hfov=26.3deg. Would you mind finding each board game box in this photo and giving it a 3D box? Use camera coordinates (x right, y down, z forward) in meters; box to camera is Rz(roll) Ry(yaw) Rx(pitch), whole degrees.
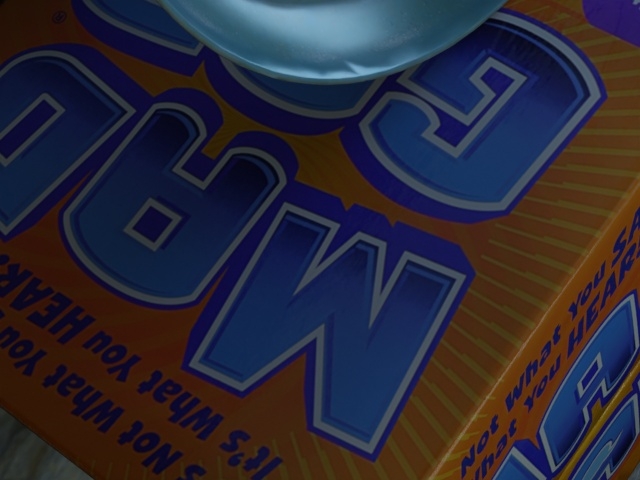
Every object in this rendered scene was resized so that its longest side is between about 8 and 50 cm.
[{"bbox_3d":[0.009,0.023,0.813,0.356,0.356,0.356,-53,153,-13],"label":"board game box"}]

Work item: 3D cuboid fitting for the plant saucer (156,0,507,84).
[{"bbox_3d":[0.022,-0.221,0.554,0.317,0.044,0.317,-24,127,-35],"label":"plant saucer"}]
